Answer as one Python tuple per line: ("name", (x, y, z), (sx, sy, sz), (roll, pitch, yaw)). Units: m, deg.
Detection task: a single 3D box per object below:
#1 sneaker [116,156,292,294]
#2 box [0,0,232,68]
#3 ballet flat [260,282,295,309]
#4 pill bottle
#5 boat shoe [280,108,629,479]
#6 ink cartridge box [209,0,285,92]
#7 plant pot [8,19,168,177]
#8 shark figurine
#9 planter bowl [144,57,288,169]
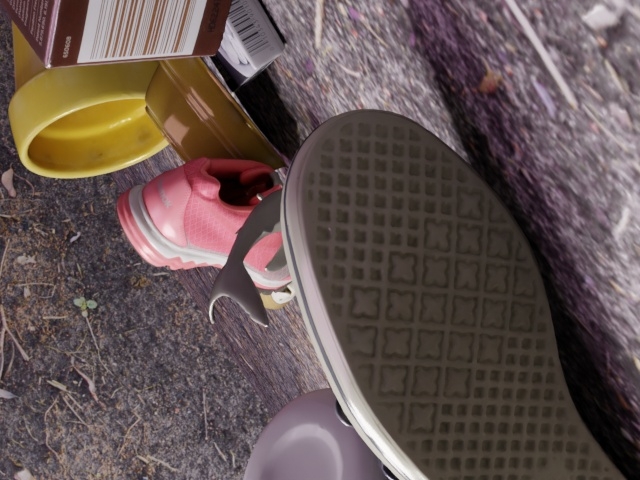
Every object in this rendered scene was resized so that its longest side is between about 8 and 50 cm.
("sneaker", (-0.072, -0.022, 1.170), (0.314, 0.136, 0.116), (9, -127, -54))
("box", (-0.184, -0.273, 0.884), (0.203, 0.168, 0.167), (50, 136, 31))
("ballet flat", (-0.062, 0.043, 1.514), (0.073, 0.080, 0.232), (32, 157, 29))
("pill bottle", (0.090, 0.268, 1.014), (0.323, 0.181, 0.181), (28, -171, -39))
("boat shoe", (0.109, 0.123, 0.821), (0.500, 0.187, 0.156), (57, 163, -21))
("ink cartridge box", (-0.123, -0.258, 1.094), (0.206, 0.045, 0.208), (59, 169, -6))
("plant pot", (-0.359, -0.255, 1.584), (0.254, 0.254, 0.239), (101, 149, -72))
("shark figurine", (-0.011, -0.013, 1.065), (0.116, 0.278, 0.166), (5, 102, 27))
("planter bowl", (-0.137, -0.140, 1.199), (0.217, 0.090, 0.217), (51, -178, -2))
